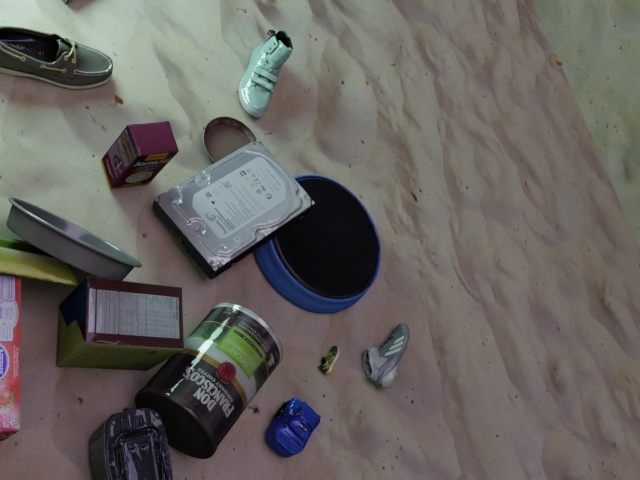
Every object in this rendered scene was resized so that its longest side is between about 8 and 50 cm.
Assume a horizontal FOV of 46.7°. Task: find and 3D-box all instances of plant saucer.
[{"bbox_3d":[-0.241,-0.249,1.972,0.168,0.029,0.168,16,60,-30],"label":"plant saucer"},{"bbox_3d":[-0.591,0.033,1.485,0.188,0.188,0.045,14,93,-31],"label":"plant saucer"}]

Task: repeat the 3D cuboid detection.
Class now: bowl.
[{"bbox_3d":[0.000,0.000,1.999,0.391,0.077,0.391,16,61,-30],"label":"bowl"}]

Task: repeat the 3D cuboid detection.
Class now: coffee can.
[{"bbox_3d":[-0.236,0.298,1.607,0.201,0.201,0.275,46,50,-9],"label":"coffee can"}]

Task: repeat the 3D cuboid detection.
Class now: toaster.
[{"bbox_3d":[-0.377,0.450,1.469,0.129,0.146,0.227,-3,71,-36],"label":"toaster"}]

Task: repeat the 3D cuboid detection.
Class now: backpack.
[{"bbox_3d":[-0.066,0.438,1.733,0.098,0.101,0.120,42,54,-4],"label":"backpack"}]

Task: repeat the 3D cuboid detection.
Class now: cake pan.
[{"bbox_3d":[-0.510,0.004,1.520,0.293,0.293,0.054,30,87,-22],"label":"cake pan"}]

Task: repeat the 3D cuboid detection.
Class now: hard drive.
[{"bbox_3d":[-0.210,-0.086,1.834,0.339,0.064,0.237,-35,79,-30],"label":"hard drive"}]

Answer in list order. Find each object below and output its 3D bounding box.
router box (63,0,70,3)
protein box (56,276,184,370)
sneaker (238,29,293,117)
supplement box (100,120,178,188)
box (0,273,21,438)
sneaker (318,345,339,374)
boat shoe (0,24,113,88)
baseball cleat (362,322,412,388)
[{"bbox_3d":[-0.655,-0.702,1.871,0.179,0.046,0.133,46,50,-9],"label":"router box"},{"bbox_3d":[-0.415,0.178,1.533,0.201,0.200,0.136,10,64,-33],"label":"protein box"},{"bbox_3d":[-0.148,-0.474,2.064,0.094,0.151,0.256,22,59,-28],"label":"sneaker"},{"bbox_3d":[-0.419,-0.195,1.712,0.104,0.188,0.081,-13,77,-39],"label":"supplement box"},{"bbox_3d":[-0.650,0.219,1.382,0.154,0.142,0.300,5,67,-34],"label":"box"},{"bbox_3d":[0.022,0.302,1.903,0.035,0.031,0.083,35,53,-17],"label":"sneaker"},{"bbox_3d":[-0.626,-0.431,1.735,0.305,0.091,0.109,2,68,-35],"label":"boat shoe"},{"bbox_3d":[0.177,0.293,1.995,0.109,0.072,0.206,31,50,-13],"label":"baseball cleat"}]
